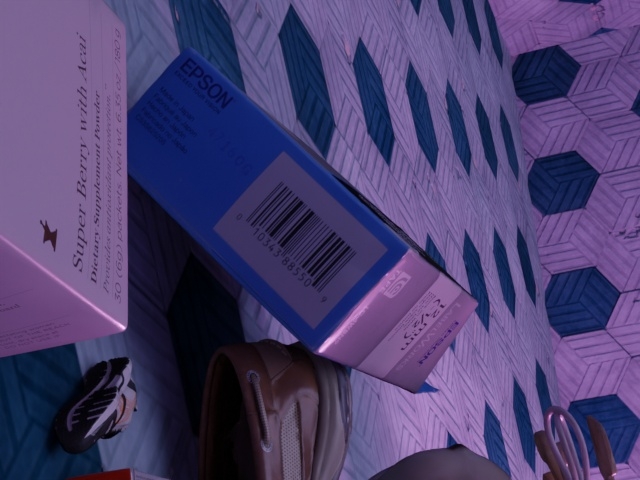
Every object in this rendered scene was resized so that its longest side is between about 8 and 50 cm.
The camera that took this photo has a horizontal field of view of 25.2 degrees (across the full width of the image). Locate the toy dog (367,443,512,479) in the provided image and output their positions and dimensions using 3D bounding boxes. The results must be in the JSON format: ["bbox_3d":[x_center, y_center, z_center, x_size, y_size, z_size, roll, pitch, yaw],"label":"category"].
[{"bbox_3d":[0.118,0.371,1.267,0.395,0.284,0.408,86,5,-46],"label":"toy dog"}]

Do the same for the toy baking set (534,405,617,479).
[{"bbox_3d":[0.226,0.245,1.225,0.256,0.030,0.197,95,-25,-71],"label":"toy baking set"}]

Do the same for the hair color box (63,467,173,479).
[{"bbox_3d":[-0.120,0.239,0.935,0.093,0.053,0.167,40,41,-67],"label":"hair color box"}]

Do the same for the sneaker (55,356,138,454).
[{"bbox_3d":[-0.145,0.118,0.964,0.109,0.040,0.044,-61,138,-67],"label":"sneaker"}]

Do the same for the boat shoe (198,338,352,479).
[{"bbox_3d":[-0.057,0.231,1.095,0.116,0.123,0.324,15,68,-35],"label":"boat shoe"}]

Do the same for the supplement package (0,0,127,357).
[{"bbox_3d":[-0.220,-0.073,0.591,0.293,0.175,0.178,49,33,-60],"label":"supplement package"}]

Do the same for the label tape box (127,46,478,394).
[{"bbox_3d":[0.000,0.000,1.207,0.249,0.115,0.347,43,5,22],"label":"label tape box"}]
